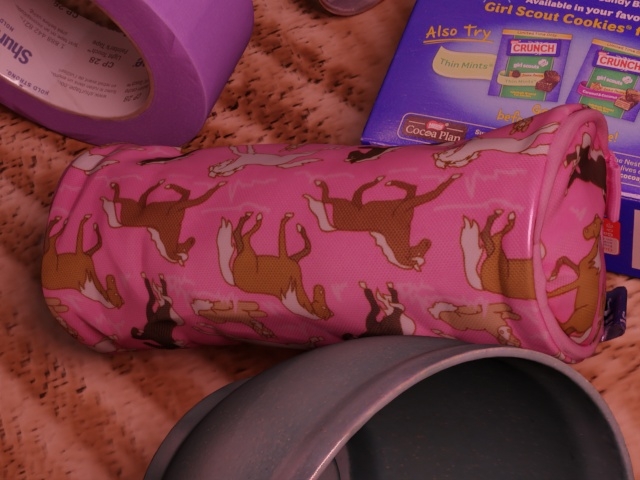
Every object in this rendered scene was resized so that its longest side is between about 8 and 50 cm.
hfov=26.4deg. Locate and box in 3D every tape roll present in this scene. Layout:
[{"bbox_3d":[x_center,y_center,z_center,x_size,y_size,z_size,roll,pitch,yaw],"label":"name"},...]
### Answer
[{"bbox_3d":[-0.192,-0.184,1.028,0.274,0.275,0.090,16,63,20],"label":"tape roll"}]

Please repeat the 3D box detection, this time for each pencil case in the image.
[{"bbox_3d":[0.000,0.000,0.891,0.386,0.167,0.160,-2,66,29],"label":"pencil case"}]

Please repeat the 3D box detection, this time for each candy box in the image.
[{"bbox_3d":[0.210,-0.144,1.018,0.268,0.122,0.317,14,64,19],"label":"candy box"}]

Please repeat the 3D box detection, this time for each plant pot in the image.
[{"bbox_3d":[0.013,0.182,0.785,0.196,0.293,0.293,15,59,49],"label":"plant pot"}]

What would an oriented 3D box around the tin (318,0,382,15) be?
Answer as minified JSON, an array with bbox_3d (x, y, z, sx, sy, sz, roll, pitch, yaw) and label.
[{"bbox_3d":[0.063,-0.263,1.129,0.189,0.106,0.040,-35,59,-12],"label":"tin"}]
